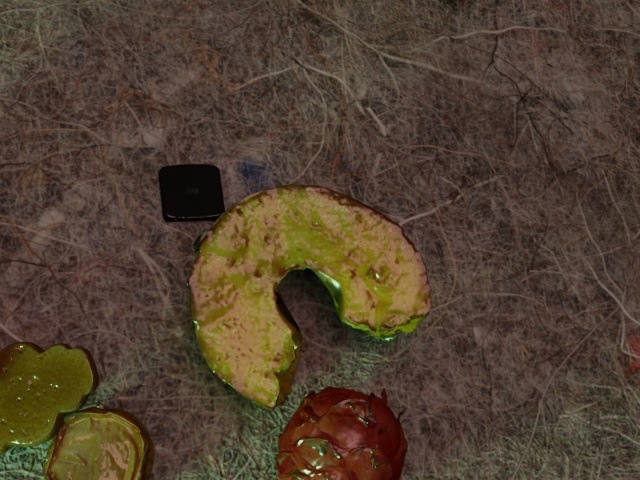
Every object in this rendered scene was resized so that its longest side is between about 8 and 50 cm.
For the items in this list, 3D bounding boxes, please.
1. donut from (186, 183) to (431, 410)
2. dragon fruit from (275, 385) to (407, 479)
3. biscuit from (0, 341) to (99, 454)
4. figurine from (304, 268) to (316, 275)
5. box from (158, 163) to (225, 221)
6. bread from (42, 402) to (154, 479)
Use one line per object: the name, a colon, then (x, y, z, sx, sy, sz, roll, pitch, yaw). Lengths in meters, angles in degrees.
donut: (-0.035, 0.085, 1.986, 0.435, 0.163, 0.377, -23, 85, -6)
dragon fruit: (0.036, 0.384, 1.894, 0.241, 0.241, 0.252, 11, 53, -10)
biscuit: (-0.517, 0.269, 1.793, 0.295, 0.044, 0.186, -18, 79, 2)
figurine: (0.000, 0.000, 2.129, 0.086, 0.087, 0.149, -10, 65, 21)
box: (-0.259, -0.096, 2.128, 0.126, 0.027, 0.125, -3, 66, -15)
bread: (-0.385, 0.393, 1.844, 0.199, 0.104, 0.199, 5, 63, -9)
